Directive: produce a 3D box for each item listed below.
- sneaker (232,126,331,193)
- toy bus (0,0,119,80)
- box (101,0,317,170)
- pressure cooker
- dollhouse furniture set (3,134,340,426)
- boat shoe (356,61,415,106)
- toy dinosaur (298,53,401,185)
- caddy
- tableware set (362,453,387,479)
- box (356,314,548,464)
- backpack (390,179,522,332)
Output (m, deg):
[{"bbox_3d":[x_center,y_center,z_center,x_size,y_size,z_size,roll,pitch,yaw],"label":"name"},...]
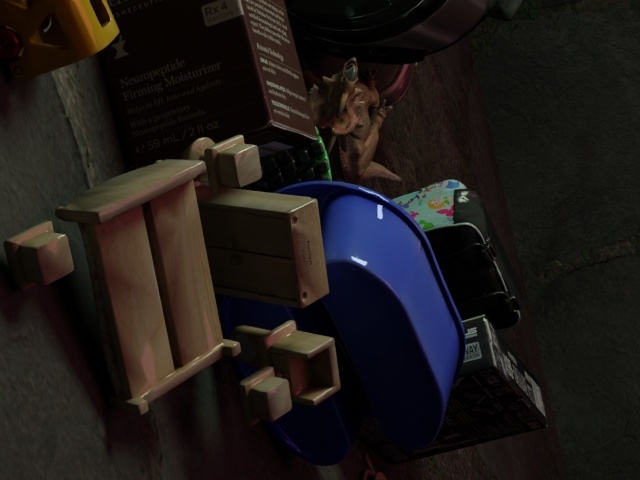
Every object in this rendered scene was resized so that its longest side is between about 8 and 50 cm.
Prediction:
[{"bbox_3d":[-0.058,-0.152,1.837,0.146,0.134,0.344,5,69,-74],"label":"sneaker"},{"bbox_3d":[-0.256,-0.248,1.306,0.202,0.104,0.191,42,34,-62],"label":"toy bus"},{"bbox_3d":[-0.124,-0.186,1.578,0.167,0.168,0.203,5,69,-73],"label":"box"},{"bbox_3d":[0.112,-0.467,2.281,0.370,0.375,0.420,69,17,4],"label":"pressure cooker"},{"bbox_3d":[-0.170,0.071,1.408,0.355,0.173,0.303,-29,118,-45],"label":"dollhouse furniture set"},{"bbox_3d":[0.126,-0.322,2.683,0.324,0.116,0.097,-92,157,-57],"label":"boat shoe"},{"bbox_3d":[0.037,-0.161,2.200,0.200,0.127,0.296,-88,160,-49],"label":"toy dinosaur"},{"bbox_3d":[0.029,0.094,1.696,0.179,0.241,0.341,-73,145,-55],"label":"caddy"},{"bbox_3d":[0.106,0.396,2.021,0.128,0.039,0.194,-80,150,-58],"label":"tableware set"},{"bbox_3d":[0.158,0.214,2.013,0.307,0.242,0.077,44,33,-59],"label":"box"},{"bbox_3d":[0.141,0.046,2.108,0.191,0.253,0.225,-90,154,-57],"label":"backpack"}]
